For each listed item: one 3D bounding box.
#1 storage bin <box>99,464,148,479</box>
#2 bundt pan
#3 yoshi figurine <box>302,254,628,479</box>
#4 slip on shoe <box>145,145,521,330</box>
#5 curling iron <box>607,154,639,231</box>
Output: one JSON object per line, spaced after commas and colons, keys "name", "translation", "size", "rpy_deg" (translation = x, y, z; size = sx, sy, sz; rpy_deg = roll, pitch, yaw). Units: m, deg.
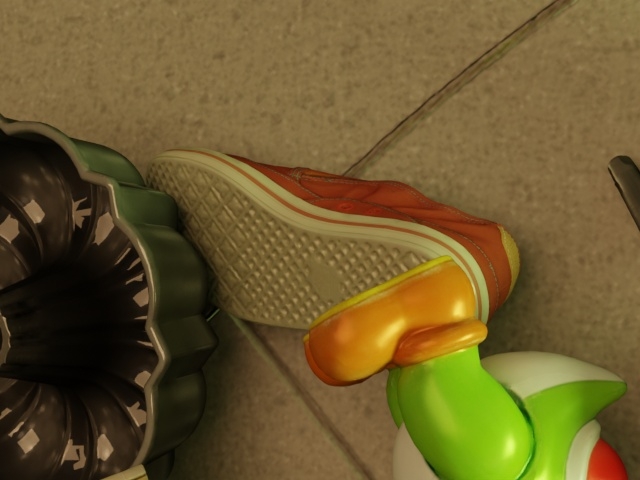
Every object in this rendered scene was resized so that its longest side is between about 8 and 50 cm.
{"name": "storage bin", "translation": [-0.194, 0.326, 1.085], "size": [0.262, 0.260, 0.123], "rpy_deg": [-19, 28, -17]}
{"name": "bundt pan", "translation": [-0.209, 0.067, 1.238], "size": [0.331, 0.124, 0.331], "rpy_deg": [2, 94, 33]}
{"name": "yoshi figurine", "translation": [0.092, 0.204, 0.996], "size": [0.203, 0.203, 0.362], "rpy_deg": [-35, 84, 44]}
{"name": "slip on shoe", "translation": [0.000, 0.000, 1.198], "size": [0.331, 0.101, 0.123], "rpy_deg": [15, 118, 38]}
{"name": "curling iron", "translation": [0.261, 0.053, 1.087], "size": [0.035, 0.068, 0.274], "rpy_deg": [-39, 62, 15]}
